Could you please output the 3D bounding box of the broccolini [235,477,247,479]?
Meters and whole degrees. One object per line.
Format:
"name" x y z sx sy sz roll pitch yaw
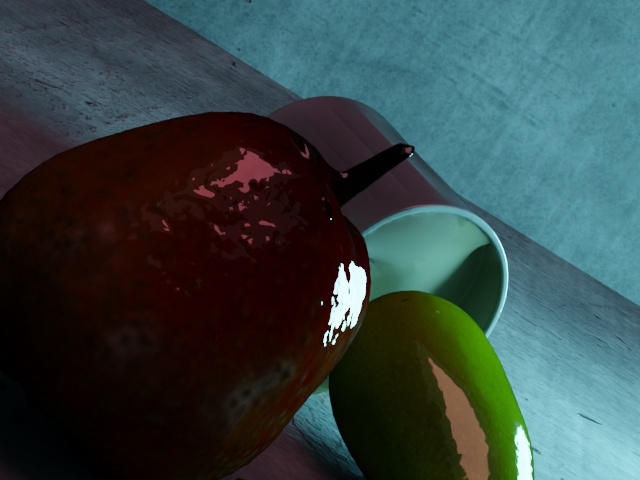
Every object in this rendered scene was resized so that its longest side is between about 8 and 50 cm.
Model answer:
"broccolini" 0.027 0.243 1.471 0.216 0.058 0.067 31 15 1

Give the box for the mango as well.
"mango" 0.105 0.176 1.676 0.192 0.156 0.343 28 23 -27

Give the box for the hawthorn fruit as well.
"hawthorn fruit" -0.081 0.025 1.408 0.284 0.369 0.285 60 -5 9

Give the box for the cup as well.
"cup" 0.000 0.000 2.035 0.323 0.237 0.327 -9 31 -21

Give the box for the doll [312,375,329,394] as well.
"doll" -0.074 0.056 1.815 0.296 0.117 0.141 32 21 5
